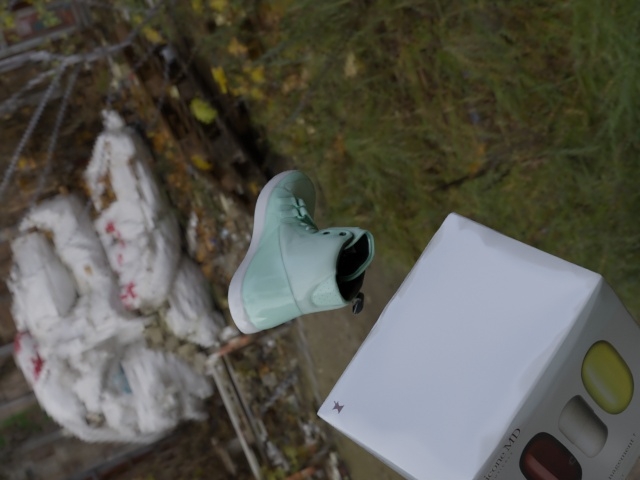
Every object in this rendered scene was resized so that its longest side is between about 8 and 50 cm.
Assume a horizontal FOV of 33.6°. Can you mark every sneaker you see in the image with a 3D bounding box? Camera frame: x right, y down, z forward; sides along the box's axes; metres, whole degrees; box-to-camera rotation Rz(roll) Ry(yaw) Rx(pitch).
[{"bbox_3d":[0.000,0.001,1.197,0.256,0.151,0.094,-75,-34,-49],"label":"sneaker"}]

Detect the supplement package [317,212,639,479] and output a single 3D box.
[{"bbox_3d":[0.148,0.124,0.834,0.149,0.194,0.203,26,169,44],"label":"supplement package"}]
